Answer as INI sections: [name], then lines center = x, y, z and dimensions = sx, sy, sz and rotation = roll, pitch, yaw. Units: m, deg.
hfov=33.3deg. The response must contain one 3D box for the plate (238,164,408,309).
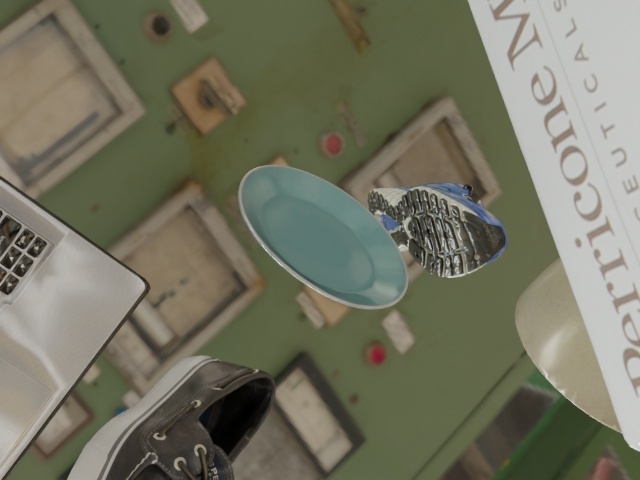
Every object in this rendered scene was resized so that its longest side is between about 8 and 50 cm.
[plate]
center = 0.000, 0.000, 1.012
dimensions = 0.188, 0.188, 0.024
rotation = 43, 120, 9

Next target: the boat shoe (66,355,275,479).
[boat shoe]
center = -0.088, 0.144, 0.688
dimensions = 0.076, 0.228, 0.080
rotation = 0, 108, 19

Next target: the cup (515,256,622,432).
[cup]
center = 0.480, 0.090, 1.532
dimensions = 0.331, 0.331, 0.237
rotation = 39, 125, 18

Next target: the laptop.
[laptop]
center = -0.432, 0.095, 0.965
dimensions = 0.408, 0.382, 0.236
rotation = 37, -176, -12

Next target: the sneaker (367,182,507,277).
[sneaker]
center = 0.187, -0.036, 1.550
dimensions = 0.330, 0.147, 0.130
rotation = -152, 50, -68

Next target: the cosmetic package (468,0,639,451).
[cosmetic package]
center = 0.298, -0.136, 0.401
dimensions = 0.393, 0.327, 0.330
rotation = -41, 65, 64
